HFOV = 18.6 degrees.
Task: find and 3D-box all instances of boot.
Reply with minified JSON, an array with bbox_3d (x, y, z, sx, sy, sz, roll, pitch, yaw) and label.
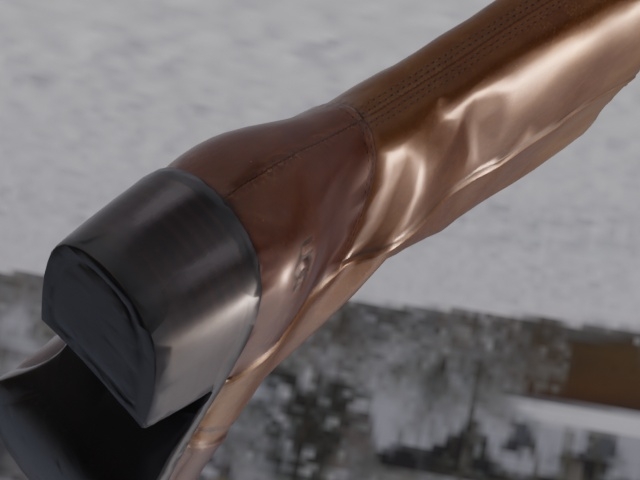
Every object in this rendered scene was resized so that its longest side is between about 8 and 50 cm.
[{"bbox_3d":[0.000,0.000,0.811,0.096,0.280,0.264,45,148,19],"label":"boot"}]
